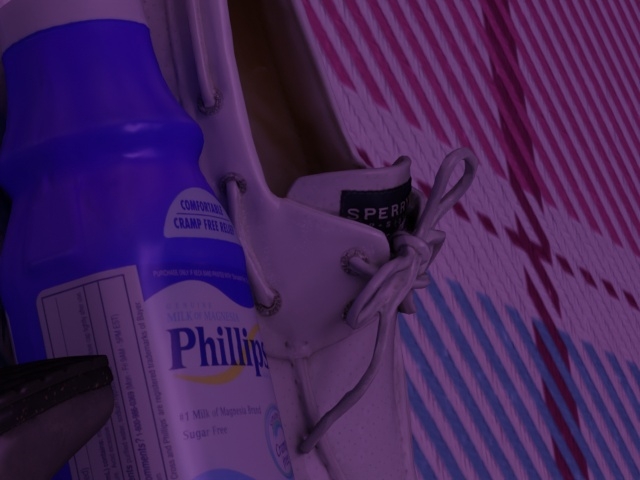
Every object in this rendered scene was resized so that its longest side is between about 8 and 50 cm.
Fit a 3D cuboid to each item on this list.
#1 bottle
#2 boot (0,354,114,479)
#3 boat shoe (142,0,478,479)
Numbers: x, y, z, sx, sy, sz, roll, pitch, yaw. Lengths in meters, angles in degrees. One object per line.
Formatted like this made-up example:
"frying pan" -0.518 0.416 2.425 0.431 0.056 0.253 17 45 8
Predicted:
"bottle" -0.080 0.030 0.757 0.118 0.092 0.283 11 64 -65
"boot" -0.140 0.150 0.612 0.246 0.083 0.161 -37 111 -52
"boat shoe" 0.003 -0.003 0.855 0.136 0.156 0.367 -23 93 -61
